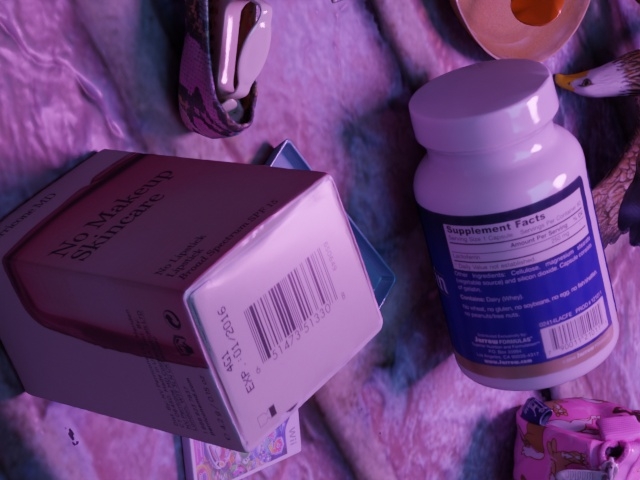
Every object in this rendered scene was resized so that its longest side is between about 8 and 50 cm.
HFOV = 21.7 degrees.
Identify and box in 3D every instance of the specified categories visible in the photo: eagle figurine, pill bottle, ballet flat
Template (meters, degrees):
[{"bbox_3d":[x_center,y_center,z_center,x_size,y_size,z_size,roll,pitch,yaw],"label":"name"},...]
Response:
[{"bbox_3d":[0.336,-0.126,1.614,0.226,0.225,0.298,7,81,-58],"label":"eagle figurine"},{"bbox_3d":[0.167,-0.015,1.465,0.153,0.153,0.264,-36,121,-38],"label":"pill bottle"},{"bbox_3d":[-0.066,-0.185,1.240,0.077,0.079,0.221,-6,101,-46],"label":"ballet flat"}]

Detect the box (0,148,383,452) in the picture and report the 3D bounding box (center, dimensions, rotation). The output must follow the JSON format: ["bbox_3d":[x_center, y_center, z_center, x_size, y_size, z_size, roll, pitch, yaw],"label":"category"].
[{"bbox_3d":[-0.101,0.032,1.124,0.149,0.232,0.126,-41,124,-35],"label":"box"}]

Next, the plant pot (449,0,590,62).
[{"bbox_3d":[0.178,-0.278,1.524,0.236,0.032,0.236,-11,105,-46],"label":"plant pot"}]

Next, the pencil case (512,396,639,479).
[{"bbox_3d":[0.243,0.346,1.604,0.167,0.160,0.386,4,94,-48],"label":"pencil case"}]

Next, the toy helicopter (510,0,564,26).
[{"bbox_3d":[0.248,-0.338,1.449,0.355,0.140,0.235,-39,155,-28],"label":"toy helicopter"}]

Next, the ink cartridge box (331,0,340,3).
[{"bbox_3d":[0.016,-0.365,1.312,0.165,0.065,0.332,-25,113,-42],"label":"ink cartridge box"}]

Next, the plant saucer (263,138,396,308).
[{"bbox_3d":[0.000,0.000,1.388,0.192,0.018,0.067,50,61,-38],"label":"plant saucer"}]

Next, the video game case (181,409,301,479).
[{"bbox_3d":[-0.064,0.148,1.347,0.122,0.011,0.087,-19,110,-44],"label":"video game case"}]
